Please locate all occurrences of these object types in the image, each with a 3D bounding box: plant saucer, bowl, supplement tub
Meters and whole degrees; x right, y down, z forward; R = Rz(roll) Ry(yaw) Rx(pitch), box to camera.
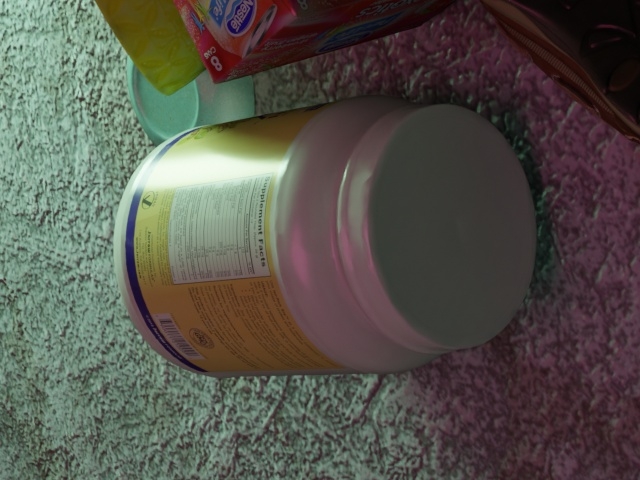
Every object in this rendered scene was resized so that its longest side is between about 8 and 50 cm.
[{"bbox_3d":[-0.146,-0.156,1.825,0.195,0.037,0.195,20,118,42],"label":"plant saucer"},{"bbox_3d":[-0.139,-0.296,1.650,0.156,0.289,0.289,-26,84,5],"label":"bowl"},{"bbox_3d":[0.000,0.000,1.579,0.331,0.241,0.241,-6,101,47],"label":"supplement tub"}]

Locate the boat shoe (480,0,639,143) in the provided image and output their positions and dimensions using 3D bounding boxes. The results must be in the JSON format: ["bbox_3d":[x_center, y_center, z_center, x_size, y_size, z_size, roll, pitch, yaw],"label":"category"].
[{"bbox_3d":[0.238,-0.147,1.374,0.324,0.122,0.120,47,174,30],"label":"boat shoe"}]

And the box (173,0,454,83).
[{"bbox_3d":[0.013,-0.230,1.461,0.128,0.257,0.123,-32,82,49],"label":"box"}]
